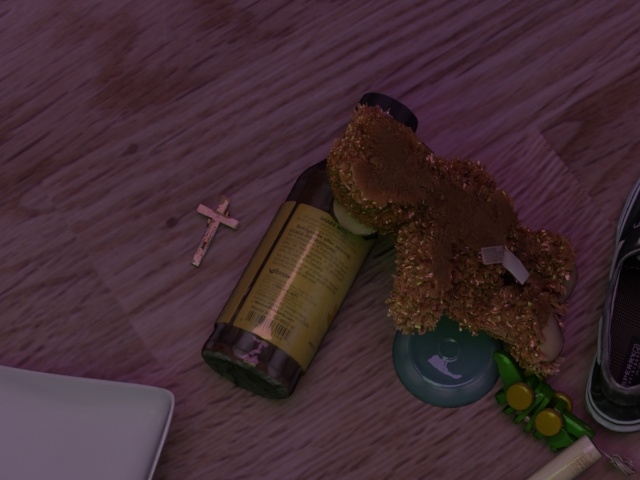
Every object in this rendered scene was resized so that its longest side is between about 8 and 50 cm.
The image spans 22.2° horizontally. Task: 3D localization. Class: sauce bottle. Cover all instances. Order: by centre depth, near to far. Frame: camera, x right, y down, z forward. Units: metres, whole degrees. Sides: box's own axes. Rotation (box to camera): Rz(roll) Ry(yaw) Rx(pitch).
[{"bbox_3d":[0.000,0.000,1.726,0.111,0.111,0.344,27,73,9],"label":"sauce bottle"}]

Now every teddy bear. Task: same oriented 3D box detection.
[{"bbox_3d":[0.133,0.006,1.671,0.338,0.113,0.245,22,58,-29],"label":"teddy bear"}]

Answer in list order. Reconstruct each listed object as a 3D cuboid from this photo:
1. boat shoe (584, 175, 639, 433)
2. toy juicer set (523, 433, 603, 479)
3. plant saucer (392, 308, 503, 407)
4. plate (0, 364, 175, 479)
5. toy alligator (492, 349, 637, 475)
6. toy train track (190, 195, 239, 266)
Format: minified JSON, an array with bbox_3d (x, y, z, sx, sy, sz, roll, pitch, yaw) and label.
[{"bbox_3d":[0.362,0.039,1.704,0.121,0.119,0.335,15,65,6],"label":"boat shoe"},{"bbox_3d":[0.306,0.307,1.600,0.329,0.089,0.209,32,92,13],"label":"toy juicer set"},{"bbox_3d":[0.136,0.117,1.731,0.119,0.021,0.119,0,70,0],"label":"plant saucer"},{"bbox_3d":[-0.291,0.267,1.625,0.278,0.045,0.277,5,70,24],"label":"plate"},{"bbox_3d":[0.240,0.191,1.693,0.189,0.056,0.051,42,118,5],"label":"toy alligator"},{"bbox_3d":[-0.119,-0.009,1.782,0.048,0.014,0.083,25,77,1],"label":"toy train track"}]
